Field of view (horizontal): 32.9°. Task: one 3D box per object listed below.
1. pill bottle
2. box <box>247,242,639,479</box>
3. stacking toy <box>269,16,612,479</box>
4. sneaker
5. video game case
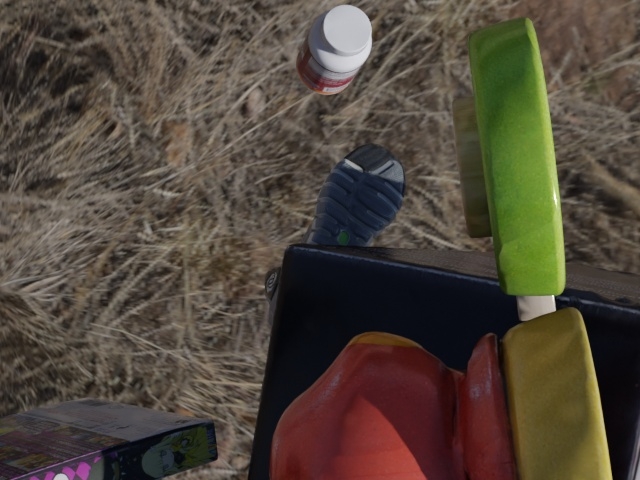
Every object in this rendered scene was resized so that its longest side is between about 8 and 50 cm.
[{"bbox_3d":[0.020,-0.257,1.452,0.086,0.152,0.086,2,79,-11],"label":"pill bottle"},{"bbox_3d":[0.162,0.259,0.937,0.297,0.471,0.480,11,94,29],"label":"box"},{"bbox_3d":[0.059,0.060,0.541,0.130,0.309,0.280,-7,64,9],"label":"stacking toy"},{"bbox_3d":[0.000,0.000,1.146,0.086,0.132,0.229,39,56,-13],"label":"sneaker"},{"bbox_3d":[-0.239,0.187,0.947,0.210,0.232,0.042,-10,95,-40],"label":"video game case"}]
